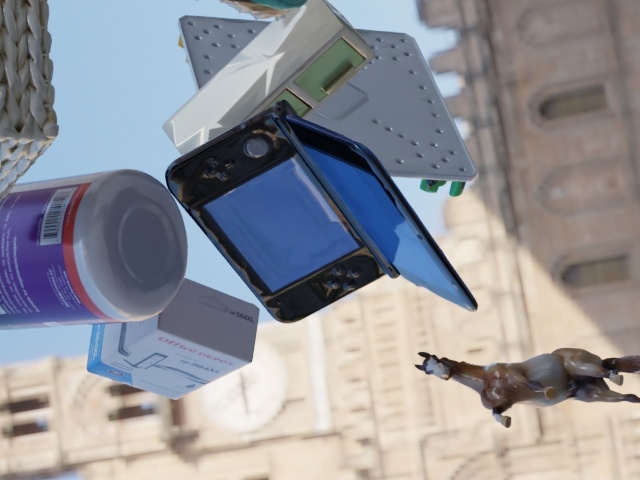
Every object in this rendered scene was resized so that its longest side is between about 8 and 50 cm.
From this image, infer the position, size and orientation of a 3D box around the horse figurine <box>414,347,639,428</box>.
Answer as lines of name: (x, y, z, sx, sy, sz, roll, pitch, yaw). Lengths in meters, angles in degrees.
horse figurine: (0.255, 0.153, 1.838, 0.174, 0.263, 0.066, -156, 61, -71)

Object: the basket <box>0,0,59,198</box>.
basket: (-0.462, -0.192, 1.808, 0.266, 0.331, 0.328, 3, -111, -28)

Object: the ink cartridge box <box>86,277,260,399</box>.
ink cartridge box: (-0.197, 0.130, 2.236, 0.148, 0.203, 0.086, 21, -119, -27)

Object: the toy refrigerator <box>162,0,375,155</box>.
toy refrigerator: (-0.066, -0.192, 2.203, 0.094, 0.269, 0.102, 53, -170, 29)

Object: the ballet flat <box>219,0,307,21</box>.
ballet flat: (-0.132, -0.292, 1.515, 0.409, 0.147, 0.147, 22, -121, -67)

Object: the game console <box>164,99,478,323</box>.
game console: (0.000, 0.000, 1.945, 0.293, 0.250, 0.173, 53, -166, -36)

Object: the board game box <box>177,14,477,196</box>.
board game box: (-0.001, -0.203, 2.535, 0.390, 0.389, 0.050, -109, 27, -49)

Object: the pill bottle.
pill bottle: (-0.330, 0.016, 2.054, 0.181, 0.322, 0.182, 10, -103, -53)
